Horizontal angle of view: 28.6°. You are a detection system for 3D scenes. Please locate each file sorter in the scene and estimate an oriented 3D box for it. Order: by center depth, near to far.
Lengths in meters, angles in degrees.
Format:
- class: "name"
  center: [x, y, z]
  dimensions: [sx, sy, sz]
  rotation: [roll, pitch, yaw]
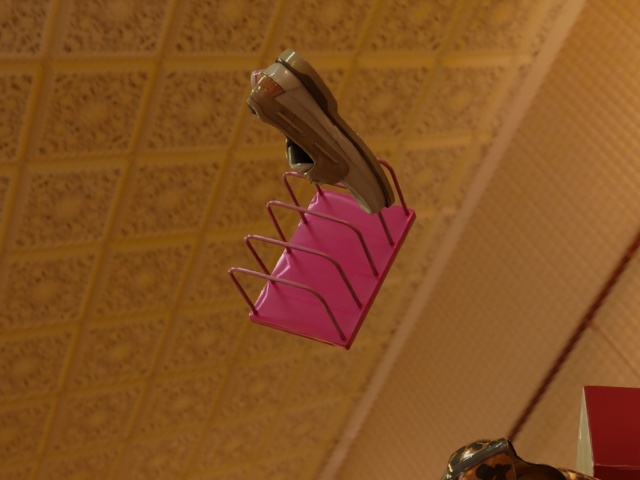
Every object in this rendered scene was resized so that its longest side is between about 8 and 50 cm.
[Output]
- class: "file sorter"
  center: [0.000, 0.000, 2.164]
  dimensions: [0.291, 0.202, 0.182]
  rotation: [-62, -31, -25]

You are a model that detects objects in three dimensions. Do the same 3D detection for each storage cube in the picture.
- class: "storage cube"
  center: [0.483, 0.343, 1.849]
  dimensions: [0.193, 0.215, 0.184]
  rotation: [2, -58, 7]

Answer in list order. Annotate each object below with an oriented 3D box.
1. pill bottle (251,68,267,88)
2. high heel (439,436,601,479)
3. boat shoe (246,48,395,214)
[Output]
- class: "pill bottle"
  center: [-0.057, -0.235, 1.847]
  dimensions: [0.083, 0.043, 0.043]
  rotation: [-8, -34, 12]
- class: "high heel"
  center: [0.236, 0.254, 1.312]
  dimensions: [0.261, 0.093, 0.186]
  rotation: [-2, -35, -25]
- class: "boat shoe"
  center: [-0.002, -0.136, 1.822]
  dimensions: [0.103, 0.113, 0.302]
  rotation: [-43, -57, -8]
